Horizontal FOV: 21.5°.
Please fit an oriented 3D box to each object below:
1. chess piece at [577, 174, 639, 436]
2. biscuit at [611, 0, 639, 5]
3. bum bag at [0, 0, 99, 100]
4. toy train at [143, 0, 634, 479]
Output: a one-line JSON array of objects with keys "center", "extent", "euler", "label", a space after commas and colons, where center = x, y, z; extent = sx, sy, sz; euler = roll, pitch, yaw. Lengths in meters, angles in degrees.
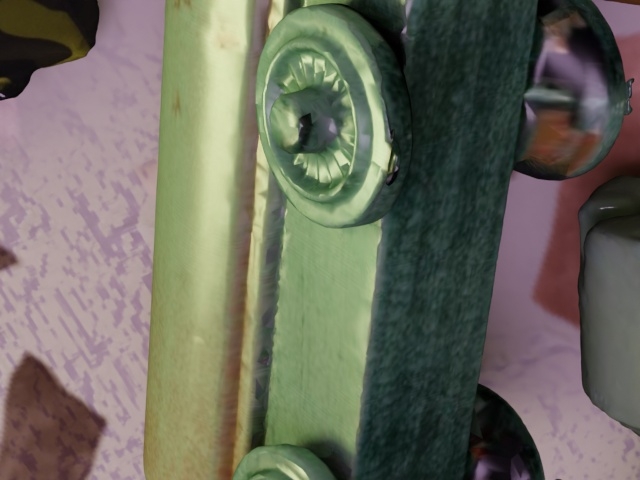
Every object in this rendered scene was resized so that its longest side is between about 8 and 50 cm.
[{"center": [0.163, 0.124, 0.616], "extent": [0.194, 0.194, 0.299], "euler": [-4, 108, 8], "label": "chess piece"}, {"center": [0.138, -0.197, 0.515], "extent": [0.269, 0.051, 0.376], "euler": [-25, 111, 20], "label": "biscuit"}, {"center": [-0.174, -0.069, 0.609], "extent": [0.232, 0.060, 0.107], "euler": [-27, 121, 20], "label": "bum bag"}, {"center": [0.000, 0.000, 0.581], "extent": [0.116, 0.177, 0.285], "euler": [-16, 124, -33], "label": "toy train"}]
